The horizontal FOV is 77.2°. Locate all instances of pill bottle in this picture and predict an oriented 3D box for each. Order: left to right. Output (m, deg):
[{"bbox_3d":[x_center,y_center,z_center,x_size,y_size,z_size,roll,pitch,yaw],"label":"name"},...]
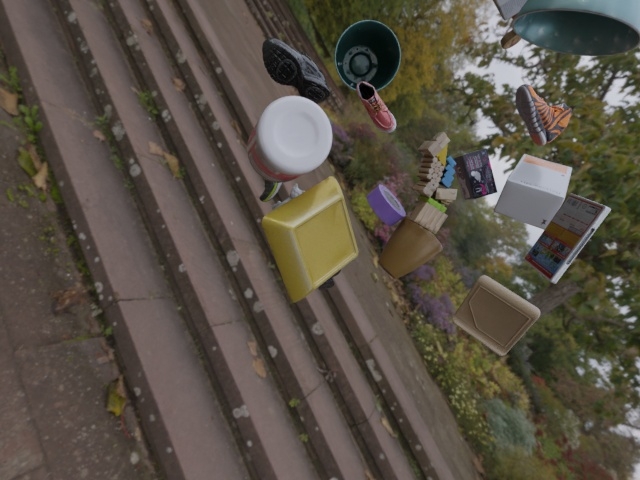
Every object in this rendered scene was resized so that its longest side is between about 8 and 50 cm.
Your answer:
[{"bbox_3d":[-0.124,-0.316,1.349,0.229,0.229,0.408,58,-12,-11],"label":"pill bottle"}]

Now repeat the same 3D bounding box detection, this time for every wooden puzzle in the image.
[{"bbox_3d":[0.616,0.266,1.426,0.221,0.238,0.044,36,38,22],"label":"wooden puzzle"}]

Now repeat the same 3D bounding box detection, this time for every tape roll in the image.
[{"bbox_3d":[0.306,-0.164,1.872,0.189,0.080,0.189,39,26,-23],"label":"tape roll"}]

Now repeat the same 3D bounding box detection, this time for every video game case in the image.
[{"bbox_3d":[0.826,-0.012,1.366,0.025,0.285,0.204,26,18,-6],"label":"video game case"}]

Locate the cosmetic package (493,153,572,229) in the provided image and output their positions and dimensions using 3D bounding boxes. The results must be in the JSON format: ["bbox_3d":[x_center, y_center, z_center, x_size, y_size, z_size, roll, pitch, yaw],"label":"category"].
[{"bbox_3d":[0.959,-0.232,1.794,0.230,0.161,0.453,24,36,22],"label":"cosmetic package"}]

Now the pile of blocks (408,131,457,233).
[{"bbox_3d":[0.417,-0.213,1.489,0.112,0.149,0.362,-131,-132,-72],"label":"pile of blocks"}]

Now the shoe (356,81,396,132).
[{"bbox_3d":[0.173,-0.421,1.270,0.178,0.063,0.081,59,14,15],"label":"shoe"}]

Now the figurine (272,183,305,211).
[{"bbox_3d":[-0.120,-0.158,2.071,0.215,0.209,0.092,45,20,-4],"label":"figurine"}]

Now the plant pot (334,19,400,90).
[{"bbox_3d":[0.201,-0.833,1.866,0.293,0.293,0.235,57,6,-15],"label":"plant pot"}]

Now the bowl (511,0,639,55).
[{"bbox_3d":[0.689,-0.616,1.042,0.311,0.163,0.311,17,14,-4],"label":"bowl"}]

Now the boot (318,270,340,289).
[{"bbox_3d":[0.003,0.088,1.947,0.338,0.118,0.223,109,-32,-61],"label":"boot"}]

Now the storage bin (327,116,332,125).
[{"bbox_3d":[-0.018,-0.527,1.820,0.091,0.135,0.098,41,-5,34],"label":"storage bin"}]

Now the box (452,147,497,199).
[{"bbox_3d":[0.842,-0.359,2.203,0.163,0.142,0.247,-112,-173,-86],"label":"box"}]

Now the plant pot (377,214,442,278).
[{"bbox_3d":[0.401,0.054,1.895,0.237,0.254,0.237,44,-1,1],"label":"plant pot"}]

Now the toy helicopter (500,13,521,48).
[{"bbox_3d":[0.817,-0.873,1.550,0.140,0.235,0.355,67,-19,10],"label":"toy helicopter"}]

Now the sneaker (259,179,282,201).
[{"bbox_3d":[-0.220,-0.312,1.851,0.121,0.300,0.111,27,26,-10],"label":"sneaker"}]

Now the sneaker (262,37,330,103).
[{"bbox_3d":[-0.082,-0.559,1.293,0.286,0.109,0.130,25,51,-51],"label":"sneaker"}]

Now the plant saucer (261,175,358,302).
[{"bbox_3d":[0.000,0.000,1.342,0.081,0.333,0.333,13,-50,46],"label":"plant saucer"}]

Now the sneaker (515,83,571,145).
[{"bbox_3d":[1.056,-0.625,1.897,0.321,0.180,0.124,53,8,-25],"label":"sneaker"}]

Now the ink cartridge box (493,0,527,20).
[{"bbox_3d":[0.743,-0.942,1.365,0.071,0.330,0.324,40,38,-37],"label":"ink cartridge box"}]
